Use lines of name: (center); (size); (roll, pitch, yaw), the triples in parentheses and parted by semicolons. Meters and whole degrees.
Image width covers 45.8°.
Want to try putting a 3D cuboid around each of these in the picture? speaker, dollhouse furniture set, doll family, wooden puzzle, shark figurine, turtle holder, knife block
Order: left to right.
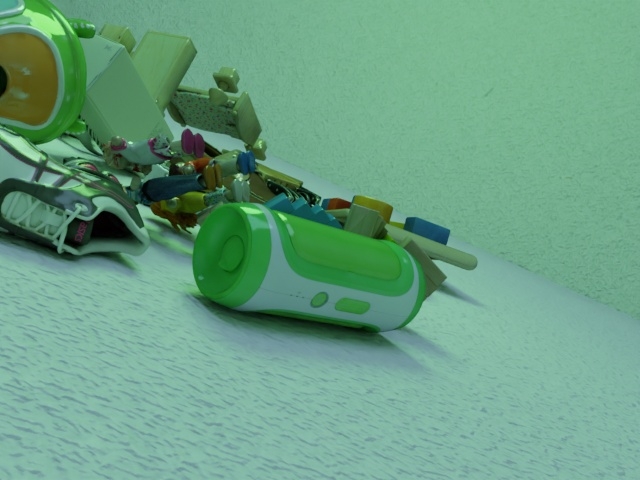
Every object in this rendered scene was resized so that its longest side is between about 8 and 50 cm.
turtle holder: (-0.518, -0.273, 1.138); (0.320, 0.243, 0.227); (40, 28, 14)
shark figurine: (-0.492, -0.271, 1.552); (0.166, 0.116, 0.278); (20, 14, -15)
dollhouse furniture set: (-0.316, -0.261, 1.633); (0.303, 0.174, 0.356); (15, -25, 19)
doll family: (-0.206, -0.072, 1.068); (0.163, 0.119, 0.263); (-8, -7, 19)
knife block: (-0.129, -0.109, 1.637); (0.275, 0.088, 0.242); (24, 8, 5)
speaker: (-0.005, 0.039, 0.923); (0.296, 0.131, 0.131); (15, 11, -42)
wooden puzzle: (0.145, -0.029, 1.704); (0.322, 0.081, 0.348); (20, -2, -21)

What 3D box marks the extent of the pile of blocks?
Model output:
pile of blocks: (0.000, 0.000, 1.095); (0.362, 0.149, 0.112); (20, 9, -15)

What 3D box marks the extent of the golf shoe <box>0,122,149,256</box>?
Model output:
golf shoe: (-0.295, -0.046, 0.787); (0.120, 0.105, 0.272); (37, 16, 33)

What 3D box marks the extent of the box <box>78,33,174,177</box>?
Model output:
box: (-0.366, -0.236, 1.354); (0.094, 0.113, 0.275); (27, -21, 20)

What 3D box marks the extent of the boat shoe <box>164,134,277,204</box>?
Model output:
boat shoe: (-0.177, -0.124, 1.506); (0.324, 0.117, 0.123); (26, 9, 24)

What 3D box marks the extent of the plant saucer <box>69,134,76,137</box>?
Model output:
plant saucer: (-0.537, -0.236, 1.617); (0.083, 0.013, 0.083); (23, 8, -3)

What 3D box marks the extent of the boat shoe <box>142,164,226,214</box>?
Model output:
boat shoe: (-0.190, -0.069, 1.271); (0.226, 0.076, 0.083); (17, 10, -34)

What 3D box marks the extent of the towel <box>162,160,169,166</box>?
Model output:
towel: (-0.415, -0.207, 1.720); (0.144, 0.029, 0.197); (17, 9, -17)
